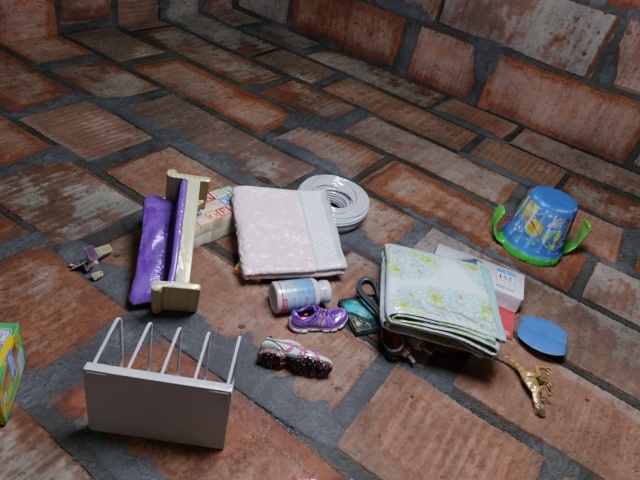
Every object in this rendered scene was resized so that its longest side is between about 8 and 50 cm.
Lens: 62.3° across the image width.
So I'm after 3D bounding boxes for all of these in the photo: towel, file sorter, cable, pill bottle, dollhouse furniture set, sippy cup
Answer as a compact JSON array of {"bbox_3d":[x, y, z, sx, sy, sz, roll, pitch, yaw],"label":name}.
[{"bbox_3d":[-0.099,-0.032,1.610,0.317,0.053,0.331,-1,52,-18],"label":"towel"},{"bbox_3d":[-0.318,0.290,1.109,0.278,0.192,0.173,10,34,-5],"label":"file sorter"},{"bbox_3d":[0.180,0.219,1.448,0.140,0.072,0.287,-34,50,-21],"label":"cable"},{"bbox_3d":[0.325,0.148,1.459,0.321,0.090,0.374,17,31,-3],"label":"towel"},{"bbox_3d":[0.039,-0.127,1.842,0.257,0.089,0.257,13,40,-3],"label":"cable"},{"bbox_3d":[-0.055,0.149,1.460,0.160,0.087,0.087,-5,40,-22],"label":"pill bottle"},{"bbox_3d":[-0.625,0.063,1.460,0.081,0.090,0.114,-23,6,16],"label":"dollhouse furniture set"},{"bbox_3d":[0.789,-0.063,1.888,0.306,0.223,0.240,-16,45,-32],"label":"sippy cup"}]

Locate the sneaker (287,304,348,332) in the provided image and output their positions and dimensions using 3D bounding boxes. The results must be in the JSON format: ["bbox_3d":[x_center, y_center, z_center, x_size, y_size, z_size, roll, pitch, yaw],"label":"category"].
[{"bbox_3d":[-0.002,0.204,1.418,0.170,0.071,0.068,-5,40,-24],"label":"sneaker"}]

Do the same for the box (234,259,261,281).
[{"bbox_3d":[-0.196,0.063,1.578,0.081,0.028,0.136,16,39,4],"label":"box"}]

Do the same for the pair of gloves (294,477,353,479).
[{"bbox_3d":[0.016,0.538,1.029,0.199,0.023,0.159,9,37,-7],"label":"pair of gloves"}]

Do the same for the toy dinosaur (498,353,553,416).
[{"bbox_3d":[0.549,0.358,1.398,0.113,0.064,0.211,-2,39,-18],"label":"toy dinosaur"}]

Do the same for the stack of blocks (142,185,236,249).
[{"bbox_3d":[-0.377,-0.077,1.653,0.171,0.087,0.297,37,42,28],"label":"stack of blocks"}]

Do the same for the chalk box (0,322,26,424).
[{"bbox_3d":[-0.693,0.254,1.086,0.132,0.132,0.213,3,39,-14],"label":"chalk box"}]

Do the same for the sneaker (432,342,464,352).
[{"bbox_3d":[0.402,0.266,1.463,0.189,0.071,0.066,-7,41,-24],"label":"sneaker"}]

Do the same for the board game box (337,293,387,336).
[{"bbox_3d":[0.157,0.205,1.503,0.186,0.026,0.126,-6,41,-24],"label":"board game box"}]

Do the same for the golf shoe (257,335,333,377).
[{"bbox_3d":[-0.057,0.279,1.306,0.186,0.067,0.086,14,35,2],"label":"golf shoe"}]

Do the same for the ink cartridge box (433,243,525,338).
[{"bbox_3d":[0.475,0.148,1.646,0.297,0.066,0.261,21,36,10],"label":"ink cartridge box"}]

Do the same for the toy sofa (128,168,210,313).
[{"bbox_3d":[-0.396,-0.001,1.398,0.177,0.150,0.362,7,59,-15],"label":"toy sofa"}]

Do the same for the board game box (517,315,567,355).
[{"bbox_3d":[0.644,0.286,1.548,0.133,0.033,0.169,21,32,18],"label":"board game box"}]
